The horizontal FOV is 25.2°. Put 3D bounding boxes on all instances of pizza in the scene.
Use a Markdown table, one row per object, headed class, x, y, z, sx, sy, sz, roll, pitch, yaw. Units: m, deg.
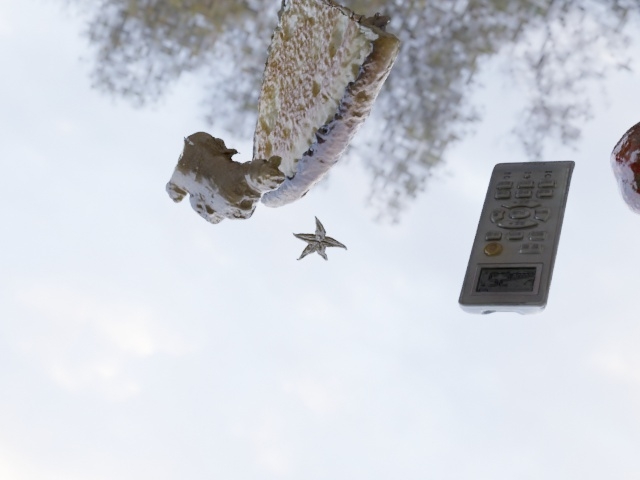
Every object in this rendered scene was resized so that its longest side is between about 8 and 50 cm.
| class | x | y | z | sx | sy | sz | roll | pitch | yaw |
| --- | --- | --- | --- | --- | --- | --- | --- | --- | --- |
| pizza | -0.021 | -0.224 | 2.395 | 0.080 | 0.391 | 0.435 | 12 | -165 | -23 |

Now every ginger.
| class | x | y | z | sx | sy | sz | roll | pitch | yaw |
| --- | --- | --- | --- | --- | --- | --- | --- | --- | --- |
| ginger | -0.149 | -0.090 | 2.248 | 0.213 | 0.137 | 0.074 | 20 | -165 | 27 |

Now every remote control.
| class | x | y | z | sx | sy | sz | roll | pitch | yaw |
| --- | --- | --- | --- | --- | --- | --- | --- | --- | --- |
| remote control | 0.258 | -0.004 | 1.839 | 0.109 | 0.055 | 0.313 | 0 | -141 | 19 |

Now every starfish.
| class | x | y | z | sx | sy | sz | roll | pitch | yaw |
| --- | --- | --- | --- | --- | --- | --- | --- | --- | --- |
| starfish | 0.000 | 0.000 | 2.219 | 0.092 | 0.086 | 0.016 | 10 | -143 | -10 |

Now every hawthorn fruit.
| class | x | y | z | sx | sy | sz | roll | pitch | yaw |
| --- | --- | --- | --- | --- | --- | --- | --- | --- | --- |
| hawthorn fruit | 0.496 | -0.110 | 2.044 | 0.181 | 0.181 | 0.235 | 22 | -173 | -6 |
